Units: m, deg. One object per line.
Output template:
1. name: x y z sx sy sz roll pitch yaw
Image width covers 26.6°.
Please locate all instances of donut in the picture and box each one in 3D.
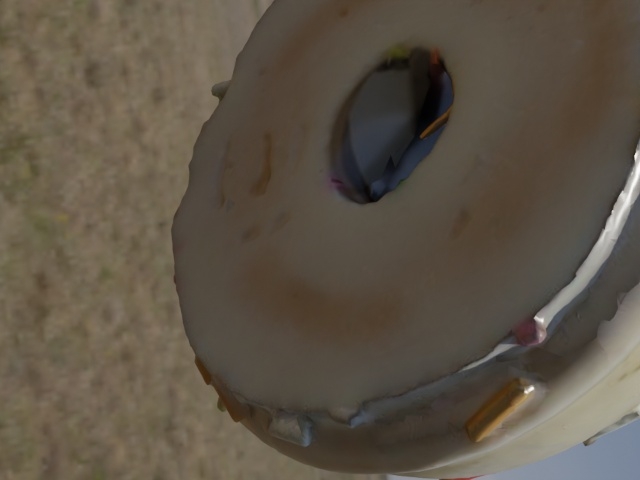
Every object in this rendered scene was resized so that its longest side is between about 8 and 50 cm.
1. donut: 0.080 -0.036 0.764 0.142 0.383 0.382 36 34 -39
